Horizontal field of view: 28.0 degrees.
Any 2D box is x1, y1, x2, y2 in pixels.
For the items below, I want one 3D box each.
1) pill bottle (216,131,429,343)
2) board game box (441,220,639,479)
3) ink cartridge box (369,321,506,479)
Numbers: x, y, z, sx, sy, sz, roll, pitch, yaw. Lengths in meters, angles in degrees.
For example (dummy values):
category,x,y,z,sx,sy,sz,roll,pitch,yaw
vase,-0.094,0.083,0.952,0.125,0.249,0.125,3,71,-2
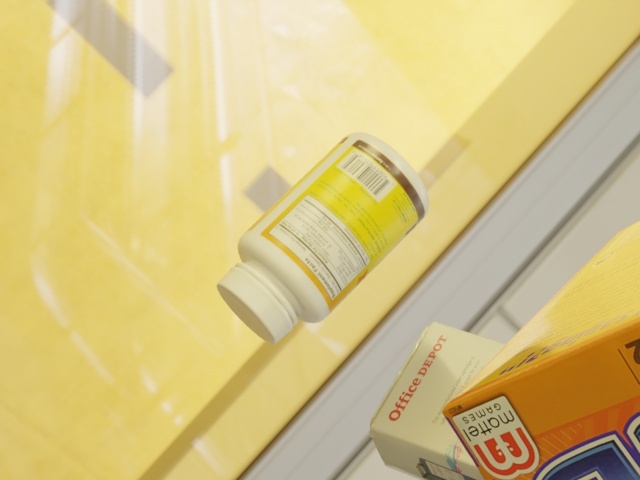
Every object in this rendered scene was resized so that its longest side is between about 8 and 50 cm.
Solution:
category,x,y,z,sx,sy,sz,roll,pitch,yaw
pill bottle,0.000,0.000,1.278,0.117,0.215,0.117,42,-15,14
board game box,0.388,0.137,0.953,0.356,0.356,0.356,-31,-88,42
ink cartridge box,0.182,0.195,1.368,0.212,0.154,0.093,17,-32,29
